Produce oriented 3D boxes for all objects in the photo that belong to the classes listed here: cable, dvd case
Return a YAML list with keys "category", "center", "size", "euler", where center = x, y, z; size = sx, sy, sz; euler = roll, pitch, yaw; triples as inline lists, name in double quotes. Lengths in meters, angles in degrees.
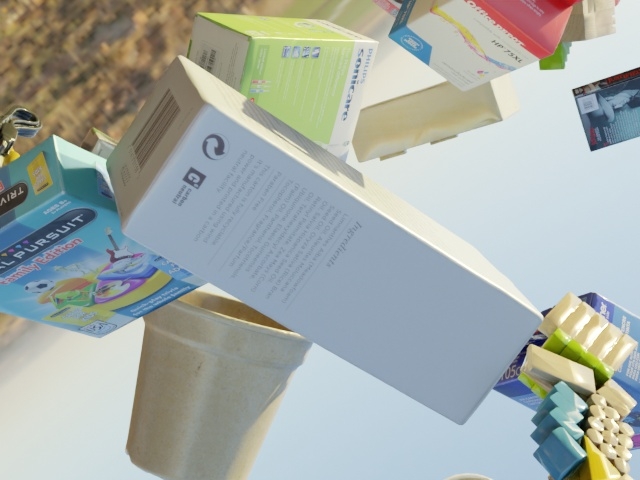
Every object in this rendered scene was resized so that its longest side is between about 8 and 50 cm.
- category: "cable"
  center: [-0.572, -0.187, 2.110]
  size: [0.072, 0.139, 0.287]
  euler: [-55, -164, 12]
- category: "dvd case"
  center: [0.288, -0.124, 1.057]
  size: [0.119, 0.013, 0.087]
  euler: [-19, 144, 13]

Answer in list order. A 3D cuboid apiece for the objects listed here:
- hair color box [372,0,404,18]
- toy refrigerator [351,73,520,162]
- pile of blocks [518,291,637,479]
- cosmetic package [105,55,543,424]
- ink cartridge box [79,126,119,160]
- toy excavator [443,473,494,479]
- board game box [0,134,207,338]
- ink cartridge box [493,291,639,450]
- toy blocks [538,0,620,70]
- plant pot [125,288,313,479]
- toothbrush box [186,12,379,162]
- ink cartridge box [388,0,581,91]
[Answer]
- category: "hair color box"
  center: [0.098, -0.448, 2.033]
  size: [0.072, 0.141, 0.043]
  euler: [-58, -172, -14]
- category: "toy refrigerator"
  center: [0.186, -0.208, 1.993]
  size: [0.269, 0.094, 0.102]
  euler: [-14, -171, 29]
- category: "pile of blocks"
  center: [0.277, 0.214, 1.363]
  size: [0.362, 0.149, 0.113]
  euler: [-76, -167, -54]
- category: "cosmetic package"
  center: [0.000, 0.000, 1.323]
  size: [0.161, 0.453, 0.230]
  euler: [-55, -158, 9]
- category: "ink cartridge box"
  center: [-0.261, -0.070, 1.782]
  size: [0.092, 0.219, 0.160]
  euler: [-60, -161, 3]
- category: "toy excavator"
  center: [0.003, 0.469, 1.407]
  size: [0.222, 0.445, 0.433]
  euler: [78, 21, -83]
- category: "board game box"
  center: [-0.295, 0.011, 1.463]
  size: [0.254, 0.079, 0.336]
  euler: [-27, 153, 24]
- category: "ink cartridge box"
  center: [0.506, 0.241, 2.223]
  size: [0.270, 0.395, 0.151]
  euler: [-30, -144, 55]
- category: "toy blocks"
  center: [0.490, -0.525, 2.225]
  size: [0.190, 0.381, 0.261]
  euler: [2, -165, 36]
- category: "plant pot"
  center: [-0.199, 0.261, 2.098]
  size: [0.334, 0.334, 0.305]
  euler: [-143, -110, -86]
- category: "toothbrush box"
  center: [-0.067, -0.215, 1.755]
  size: [0.283, 0.122, 0.206]
  euler: [-9, 120, -48]
- category: "ink cartridge box"
  center: [0.203, -0.272, 1.443]
  size: [0.231, 0.134, 0.078]
  euler: [-17, -135, 61]
